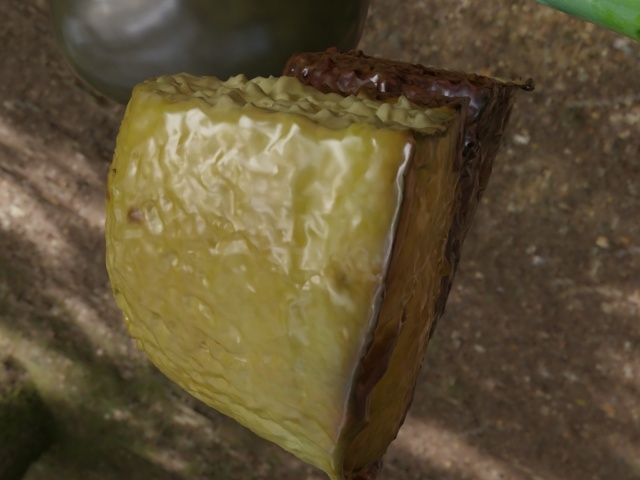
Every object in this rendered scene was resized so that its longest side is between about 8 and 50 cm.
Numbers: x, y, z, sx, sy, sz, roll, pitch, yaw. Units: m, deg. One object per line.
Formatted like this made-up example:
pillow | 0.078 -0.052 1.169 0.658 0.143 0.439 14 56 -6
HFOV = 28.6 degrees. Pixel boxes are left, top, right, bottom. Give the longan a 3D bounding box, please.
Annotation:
longan | -0.104 -0.234 1.099 0.300 0.243 0.300 -1 133 -1

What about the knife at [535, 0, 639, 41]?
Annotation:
knife | 0.067 -0.090 0.408 0.054 0.015 0.212 33 -176 -38

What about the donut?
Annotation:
donut | 0.000 0.000 0.482 0.112 0.151 0.295 20 -165 12
